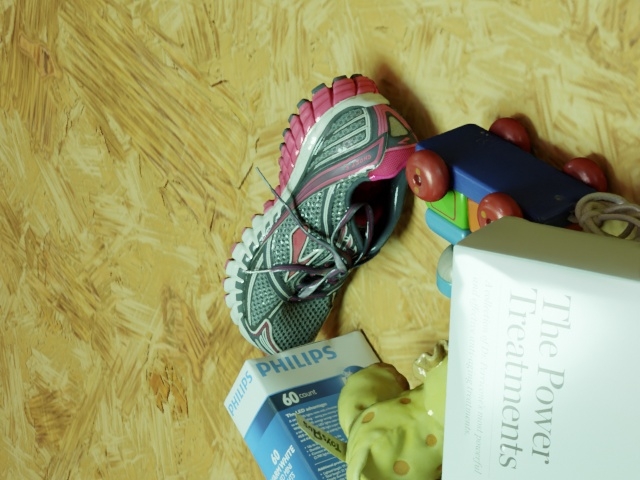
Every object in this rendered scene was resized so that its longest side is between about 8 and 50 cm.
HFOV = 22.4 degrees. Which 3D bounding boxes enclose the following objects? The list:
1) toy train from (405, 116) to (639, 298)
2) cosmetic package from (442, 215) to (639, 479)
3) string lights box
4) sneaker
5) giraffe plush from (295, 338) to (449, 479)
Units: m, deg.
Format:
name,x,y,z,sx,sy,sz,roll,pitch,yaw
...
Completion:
name,x,y,z,sx,sy,sz,roll,pitch,yaw
toy train,0.171,0.015,1.233,0.248,0.105,0.143,35,138,45
cosmetic package,0.227,0.193,1.119,0.284,0.097,0.377,10,110,28
string lights box,0.035,0.213,1.455,0.260,0.133,0.077,57,142,28
sneaker,0.000,0.000,1.451,0.112,0.121,0.299,49,136,32
giraffe plush,0.108,0.141,1.326,0.170,0.210,0.181,-38,51,18
